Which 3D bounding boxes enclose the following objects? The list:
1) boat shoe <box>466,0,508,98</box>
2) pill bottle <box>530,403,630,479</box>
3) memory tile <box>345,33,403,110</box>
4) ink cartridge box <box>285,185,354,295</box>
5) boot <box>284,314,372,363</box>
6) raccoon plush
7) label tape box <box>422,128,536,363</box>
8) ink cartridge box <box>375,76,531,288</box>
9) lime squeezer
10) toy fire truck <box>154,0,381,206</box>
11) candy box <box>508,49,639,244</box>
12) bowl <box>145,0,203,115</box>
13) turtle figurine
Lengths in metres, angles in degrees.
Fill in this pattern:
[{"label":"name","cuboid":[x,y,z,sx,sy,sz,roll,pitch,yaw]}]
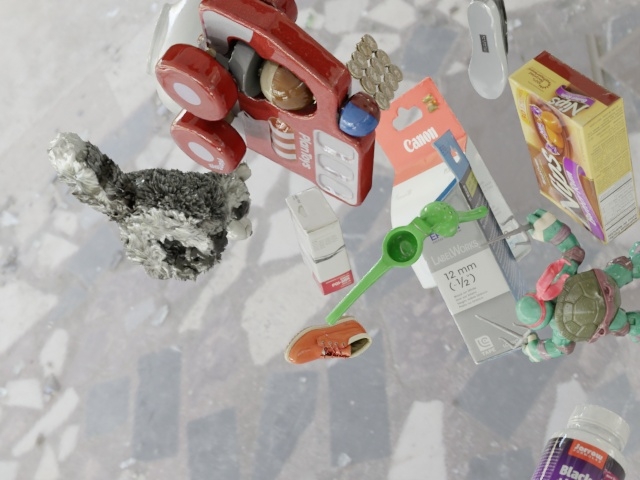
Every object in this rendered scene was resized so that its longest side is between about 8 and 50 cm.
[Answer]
[{"label":"boat shoe","cuboid":[0.203,-0.231,1.060,0.049,0.142,0.040,20,55,30]},{"label":"pill bottle","cuboid":[0.336,0.316,1.178,0.108,0.108,0.193,12,56,35]},{"label":"memory tile","cuboid":[0.097,-0.302,1.608,0.012,0.113,0.148,-31,21,36]},{"label":"ink cartridge box","cuboid":[0.000,0.000,1.374,0.056,0.135,0.099,-22,42,-8]},{"label":"boot","cuboid":[0.015,0.189,1.618,0.158,0.059,0.084,-22,32,-18]},{"label":"raccoon plush","cuboid":[-0.302,-0.133,1.824,0.216,0.446,0.299,-18,35,27]},{"label":"label tape box","cuboid":[0.238,0.000,1.495,0.115,0.249,0.347,-27,95,16]},{"label":"ink cartridge box","cuboid":[0.219,-0.101,1.805,0.091,0.385,0.308,-32,3,-24]},{"label":"lime squeezer","cuboid":[0.127,0.003,1.237,0.310,0.110,0.059,-34,82,-24]},{"label":"toy fire truck","cuboid":[-0.042,-0.170,1.081,0.254,0.302,0.169,28,68,11]},{"label":"candy box","cuboid":[0.260,-0.091,0.909,0.053,0.186,0.109,-36,48,-6]},{"label":"bowl","cuboid":[-0.256,-0.371,1.741,0.134,0.298,0.297,15,70,-8]},{"label":"turtle figurine","cuboid":[0.271,0.064,0.969,0.118,0.234,0.175,42,128,55]}]
